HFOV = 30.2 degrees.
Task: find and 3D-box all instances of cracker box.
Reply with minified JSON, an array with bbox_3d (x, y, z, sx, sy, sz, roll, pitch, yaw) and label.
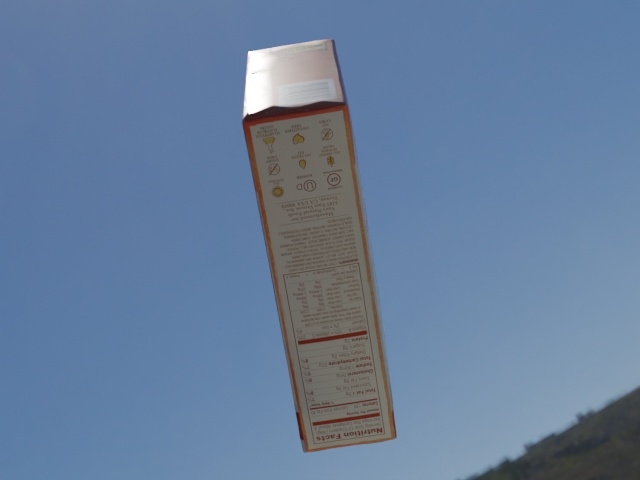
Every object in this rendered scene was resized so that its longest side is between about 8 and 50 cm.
[{"bbox_3d":[0.000,0.000,0.787,0.067,0.232,0.156,-8,24,1],"label":"cracker box"}]
